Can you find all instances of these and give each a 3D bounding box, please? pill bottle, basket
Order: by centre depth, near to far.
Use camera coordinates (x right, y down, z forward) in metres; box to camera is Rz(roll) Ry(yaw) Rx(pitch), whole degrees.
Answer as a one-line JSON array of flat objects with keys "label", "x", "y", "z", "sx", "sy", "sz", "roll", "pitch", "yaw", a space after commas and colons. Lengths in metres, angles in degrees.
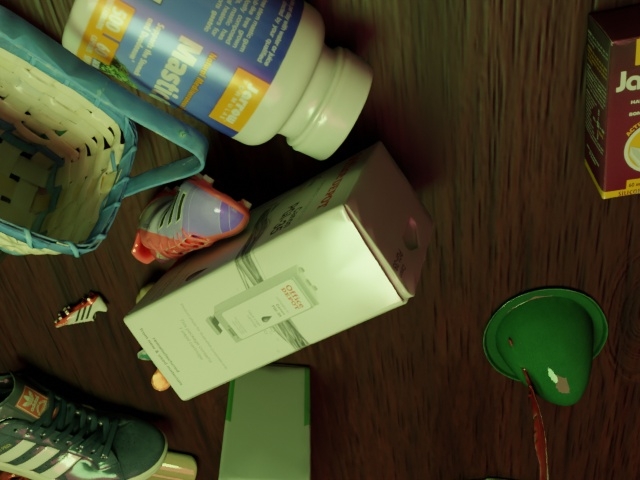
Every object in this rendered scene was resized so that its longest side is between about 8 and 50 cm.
[{"label": "pill bottle", "x": -0.091, "y": -0.186, "z": 0.720, "sx": 0.272, "sy": 0.152, "sz": 0.152, "roll": 26, "pitch": 123, "yaw": -17}, {"label": "basket", "x": -0.288, "y": -0.104, "z": 0.721, "sx": 0.289, "sy": 0.201, "sz": 0.254, "roll": -10, "pitch": 148, "yaw": 41}]

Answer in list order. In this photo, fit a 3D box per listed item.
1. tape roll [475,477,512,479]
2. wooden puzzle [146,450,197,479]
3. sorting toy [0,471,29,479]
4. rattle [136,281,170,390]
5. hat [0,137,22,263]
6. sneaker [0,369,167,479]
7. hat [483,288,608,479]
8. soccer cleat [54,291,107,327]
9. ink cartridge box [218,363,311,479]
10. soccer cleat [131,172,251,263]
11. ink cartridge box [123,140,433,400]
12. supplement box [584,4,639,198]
[{"label": "tape roll", "x": 0.290, "y": 0.573, "z": 1.341, "sx": 0.391, "sy": 0.072, "sz": 0.392, "roll": 0, "pitch": 127, "yaw": 1}, {"label": "wooden puzzle", "x": -0.335, "y": 0.427, "z": 1.259, "sx": 0.220, "sy": 0.044, "sz": 0.239, "roll": 13, "pitch": 122, "yaw": -9}, {"label": "sorting toy", "x": -0.487, "y": 0.360, "z": 1.212, "sx": 0.102, "sy": 0.042, "sz": 0.061, "roll": -43, "pitch": 132, "yaw": 15}, {"label": "rattle", "x": -0.178, "y": 0.118, "z": 1.028, "sx": 0.130, "sy": 0.143, "sz": 0.200, "roll": 29, "pitch": 146, "yaw": 18}, {"label": "hat", "x": -0.513, "y": -0.052, "z": 0.811, "sx": 0.134, "sy": 0.331, "sz": 0.331, "roll": 12, "pitch": 143, "yaw": 48}, {"label": "sneaker", "x": -0.396, "y": 0.266, "z": 1.076, "sx": 0.349, "sy": 0.131, "sz": 0.148, "roll": 9, "pitch": 131, "yaw": -6}, {"label": "hat", "x": 0.320, "y": 0.197, "z": 0.986, "sx": 0.172, "sy": 0.184, "sz": 0.208, "roll": -20, "pitch": 124, "yaw": 15}, {"label": "soccer cleat", "x": -0.328, "y": 0.102, "z": 1.017, "sx": 0.083, "sy": 0.029, "sz": 0.036, "roll": -32, "pitch": 116, "yaw": 17}, {"label": "ink cartridge box", "x": -0.084, "y": 0.354, "z": 1.094, "sx": 0.121, "sy": 0.211, "sz": 0.289, "roll": 3, "pitch": 128, "yaw": -4}, {"label": "soccer cleat", "x": -0.147, "y": -0.013, "z": 0.810, "sx": 0.083, "sy": 0.248, "sz": 0.095, "roll": 34, "pitch": 77, "yaw": -23}, {"label": "ink cartridge box", "x": -0.037, "y": 0.028, "z": 0.802, "sx": 0.283, "sy": 0.207, "sz": 0.117, "roll": -27, "pitch": 105, "yaw": 24}, {"label": "supplement box", "x": 0.344, "y": -0.148, "z": 0.789, "sx": 0.104, "sy": 0.081, "sz": 0.188, "roll": -8, "pitch": 126, "yaw": 7}]
